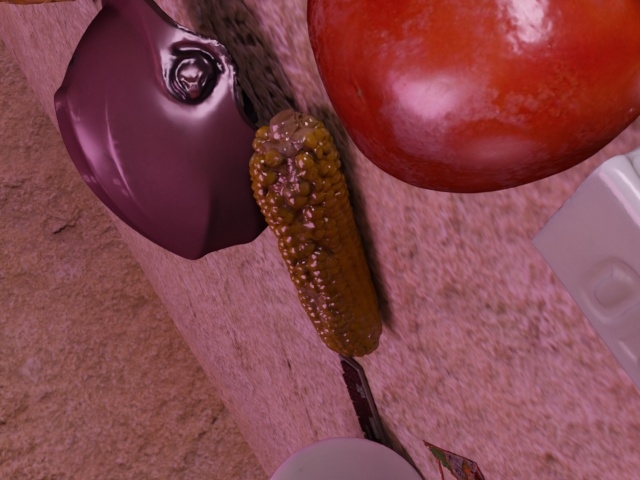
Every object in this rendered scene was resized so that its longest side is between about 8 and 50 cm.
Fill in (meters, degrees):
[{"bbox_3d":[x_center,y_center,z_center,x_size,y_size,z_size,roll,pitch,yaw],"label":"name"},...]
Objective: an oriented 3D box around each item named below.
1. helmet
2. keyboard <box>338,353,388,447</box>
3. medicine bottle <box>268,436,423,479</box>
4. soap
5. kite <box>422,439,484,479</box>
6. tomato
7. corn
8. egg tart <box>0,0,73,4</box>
[{"bbox_3d":[-0.181,-0.117,1.041,0.338,0.197,0.271,44,169,-22],"label":"helmet"},{"bbox_3d":[0.059,0.232,1.315,0.055,0.017,0.166,37,152,53],"label":"keyboard"},{"bbox_3d":[0.026,0.427,1.329,0.252,0.252,0.241,55,161,17],"label":"medicine bottle"},{"bbox_3d":[0.210,0.047,0.495,0.198,0.066,0.119,56,164,15],"label":"soap"},{"bbox_3d":[0.184,0.329,1.133,0.198,0.006,0.244,47,159,37],"label":"kite"},{"bbox_3d":[0.078,-0.109,0.482,0.187,0.151,0.187,50,155,34],"label":"tomato"},{"bbox_3d":[0.000,0.000,0.983,0.097,0.097,0.320,40,156,49],"label":"corn"},{"bbox_3d":[-0.260,-0.306,0.894,0.288,0.288,0.118,41,144,47],"label":"egg tart"}]
